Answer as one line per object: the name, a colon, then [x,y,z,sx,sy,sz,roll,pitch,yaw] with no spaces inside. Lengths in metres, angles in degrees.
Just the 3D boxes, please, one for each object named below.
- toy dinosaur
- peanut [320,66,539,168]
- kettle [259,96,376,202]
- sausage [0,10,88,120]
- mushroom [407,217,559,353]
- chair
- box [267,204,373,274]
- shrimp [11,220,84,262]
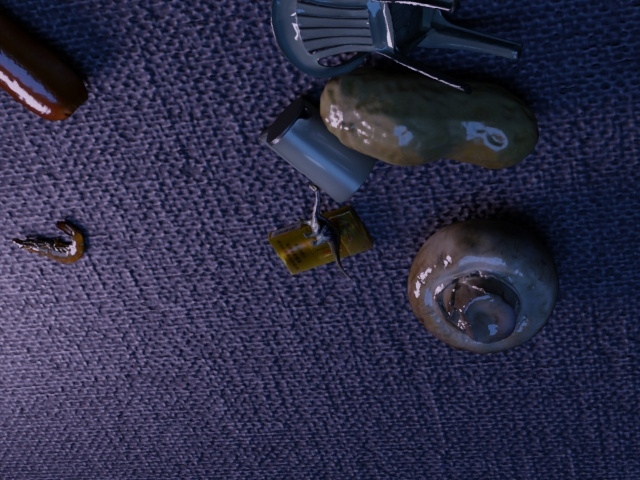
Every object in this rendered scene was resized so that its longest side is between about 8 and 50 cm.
toy dinosaur: [0.002,-0.008,1.866,0.058,0.037,0.180,-10,125,24]
peanut: [0.155,-0.168,1.658,0.318,0.148,0.148,10,132,0]
kettle: [-0.003,-0.141,1.757,0.148,0.127,0.098,36,95,-18]
sausage: [-0.474,-0.284,1.702,0.300,0.083,0.089,37,139,-20]
mushroom: [0.260,0.081,1.841,0.254,0.184,0.255,-3,124,-4]
chair: [0.099,-0.304,1.531,0.274,0.190,0.203,17,138,34]
box: [0.000,0.000,1.913,0.156,0.022,0.089,-17,127,22]
shrimp: [-0.467,-0.001,1.987,0.127,0.025,0.091,8,132,-3]
